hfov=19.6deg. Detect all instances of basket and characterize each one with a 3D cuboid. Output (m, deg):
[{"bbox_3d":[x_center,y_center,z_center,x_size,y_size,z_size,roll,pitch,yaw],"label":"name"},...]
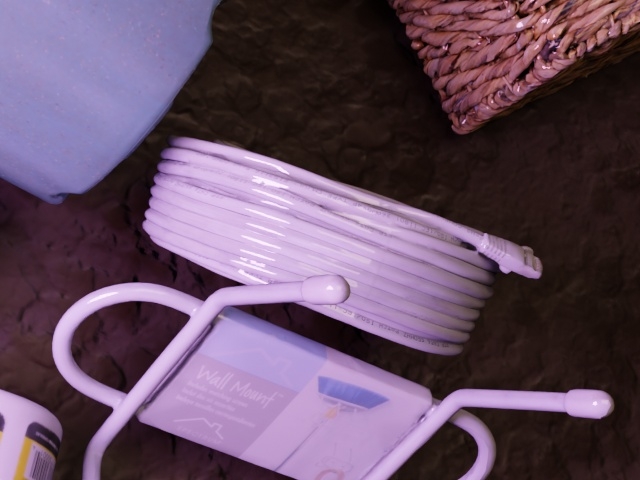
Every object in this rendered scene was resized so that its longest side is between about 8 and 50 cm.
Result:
[{"bbox_3d":[0.208,-0.256,1.504,0.299,0.213,0.223,-25,86,-30],"label":"basket"}]

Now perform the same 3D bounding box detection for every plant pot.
[{"bbox_3d":[-0.242,-0.217,1.236,0.334,0.341,0.341,34,62,-20],"label":"plant pot"}]

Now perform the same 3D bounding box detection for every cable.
[{"bbox_3d":[0.000,0.000,1.308,0.257,0.257,0.089,18,92,-25],"label":"cable"}]

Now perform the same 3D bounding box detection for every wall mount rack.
[{"bbox_3d":[0.007,0.118,1.224,0.350,0.304,0.130,23,37,-26],"label":"wall mount rack"}]

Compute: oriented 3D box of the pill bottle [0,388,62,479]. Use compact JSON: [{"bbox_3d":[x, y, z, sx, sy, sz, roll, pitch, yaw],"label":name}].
[{"bbox_3d":[-0.247,0.204,1.195,0.119,0.119,0.208,20,66,-18],"label":"pill bottle"}]
